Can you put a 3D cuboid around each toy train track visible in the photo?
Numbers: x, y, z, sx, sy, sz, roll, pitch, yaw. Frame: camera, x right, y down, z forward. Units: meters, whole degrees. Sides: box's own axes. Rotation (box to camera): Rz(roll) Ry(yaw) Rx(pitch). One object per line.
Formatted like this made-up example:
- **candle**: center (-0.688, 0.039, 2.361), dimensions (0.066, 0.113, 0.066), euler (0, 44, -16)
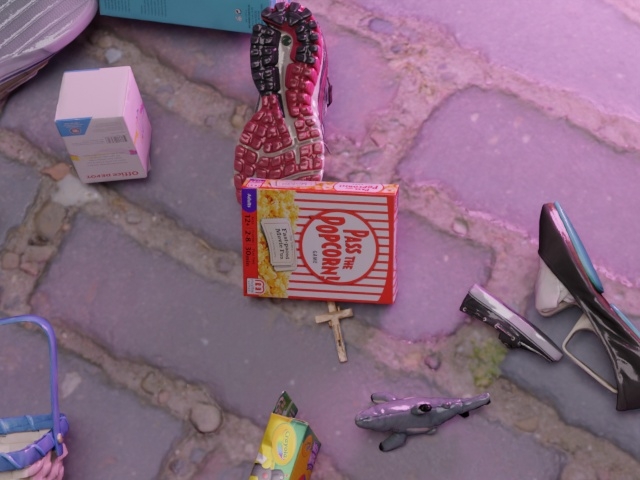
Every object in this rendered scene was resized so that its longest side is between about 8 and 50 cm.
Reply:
- **toy train track**: center (0.020, 0.113, 1.775), dimensions (0.048, 0.014, 0.083), euler (-11, 76, -4)

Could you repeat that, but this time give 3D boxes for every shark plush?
- **shark plush**: center (0.124, 0.214, 1.696), dimensions (0.161, 0.067, 0.073), euler (1, 71, 8)

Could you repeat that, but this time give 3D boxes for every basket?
- **basket**: center (-0.431, 0.238, 1.676), dimensions (0.255, 0.201, 0.289), euler (-4, 102, 6)

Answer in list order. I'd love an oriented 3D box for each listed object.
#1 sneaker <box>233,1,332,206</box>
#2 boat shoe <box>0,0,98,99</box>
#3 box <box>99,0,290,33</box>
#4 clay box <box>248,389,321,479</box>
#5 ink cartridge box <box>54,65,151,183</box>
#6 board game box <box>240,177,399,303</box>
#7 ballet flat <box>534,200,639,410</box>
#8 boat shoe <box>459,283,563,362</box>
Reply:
- **sneaker**: center (-0.033, -0.153, 1.830), dimensions (0.121, 0.112, 0.299), euler (7, 85, 16)
- **boat shoe**: center (-0.434, -0.258, 1.920), dimensions (0.302, 0.094, 0.109), euler (-33, 76, -3)
- **box**: center (-0.170, -0.339, 1.909), dimensions (0.244, 0.060, 0.100), euler (9, 38, 11)
- **clay box**: center (-0.052, 0.297, 1.660), dimensions (0.053, 0.127, 0.222), euler (17, 75, 12)
- **ink cartridge box**: center (-0.280, -0.145, 1.844), dimensions (0.092, 0.143, 0.090), euler (-4, 53, 6)
- **board game box**: center (0.000, 0.000, 1.759), dimensions (0.194, 0.045, 0.146), euler (2, 110, 9)
- **ballet flat**: center (0.320, 0.085, 1.705), dimensions (0.096, 0.095, 0.280), euler (-34, 70, 8)
- **boat shoe**: center (0.234, 0.109, 1.733), dimensions (0.142, 0.049, 0.040), euler (38, 99, 19)
